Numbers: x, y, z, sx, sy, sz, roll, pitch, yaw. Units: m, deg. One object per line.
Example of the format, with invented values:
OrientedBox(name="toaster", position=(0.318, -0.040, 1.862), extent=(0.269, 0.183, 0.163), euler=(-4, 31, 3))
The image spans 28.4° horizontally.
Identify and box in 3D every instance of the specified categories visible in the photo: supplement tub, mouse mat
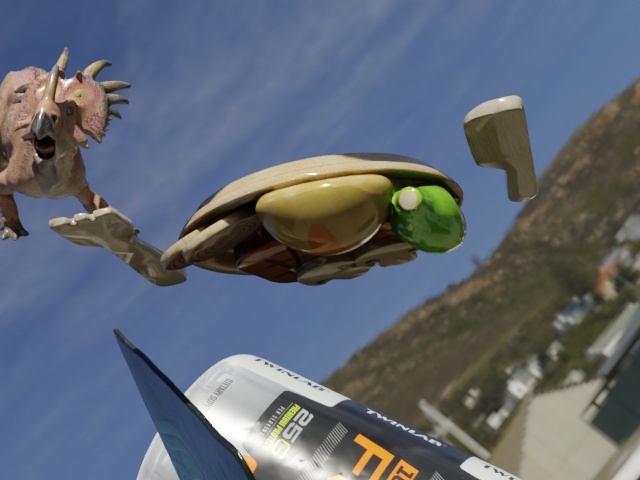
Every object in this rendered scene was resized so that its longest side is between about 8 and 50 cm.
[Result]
OrientedBox(name="supplement tub", position=(0.035, 0.243, 0.995), extent=(0.207, 0.338, 0.207), euler=(-53, -24, -37))
OrientedBox(name="mouse mat", position=(-0.047, 0.130, 0.609), extent=(0.007, 0.189, 0.153), euler=(-27, -67, -16))

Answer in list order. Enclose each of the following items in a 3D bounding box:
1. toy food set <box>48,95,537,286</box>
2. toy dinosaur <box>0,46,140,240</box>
OrientedBox(name="toy food set", position=(0.000, 0.000, 0.531), extent=(0.192, 0.039, 0.132), euler=(-14, -18, 11))
OrientedBox(name="toy dinosaur", position=(-0.273, -0.114, 1.235), extent=(0.127, 0.295, 0.200), euler=(-16, -55, -31))
